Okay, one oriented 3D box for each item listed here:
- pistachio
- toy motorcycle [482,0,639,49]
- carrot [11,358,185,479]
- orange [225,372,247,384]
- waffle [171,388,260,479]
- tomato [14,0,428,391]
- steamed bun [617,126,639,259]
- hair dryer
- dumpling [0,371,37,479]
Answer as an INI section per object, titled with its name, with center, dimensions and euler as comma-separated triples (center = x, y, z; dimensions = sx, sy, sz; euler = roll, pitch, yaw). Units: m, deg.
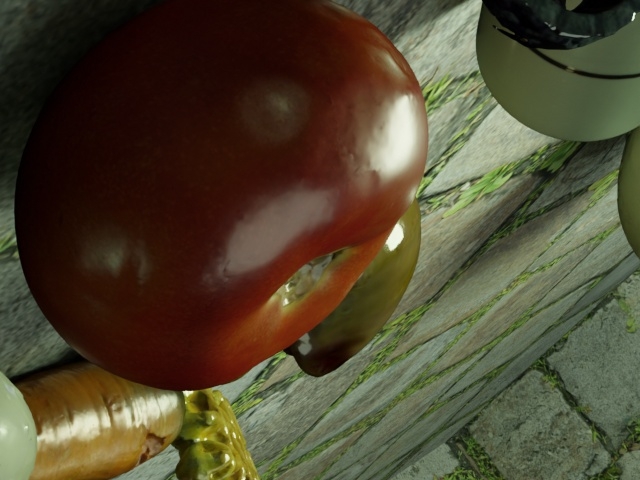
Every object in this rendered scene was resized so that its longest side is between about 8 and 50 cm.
[pistachio]
center = 0.000, 0.000, 0.800
dimensions = 0.210, 0.130, 0.165
euler = 23, 77, -73
[toy motorcycle]
center = 0.163, -0.196, 0.530
dimensions = 0.298, 0.171, 0.089
euler = -29, -161, -20
[carrot]
center = -0.170, 0.122, 0.832
dimensions = 0.193, 0.087, 0.087
euler = -10, 149, -53
[orange]
center = -0.070, 0.060, 0.887
dimensions = 0.085, 0.085, 0.085
euler = -35, 165, -11
[waffle]
center = -0.088, 0.202, 1.121
dimensions = 0.055, 0.160, 0.211
euler = -22, 162, -1
[tomato]
center = -0.045, -0.026, 0.567
dimensions = 0.195, 0.136, 0.195
euler = -37, 164, -13
[steamed bun]
center = 0.449, -0.094, 1.364
dimensions = 0.312, 0.233, 0.334
euler = -32, 156, -16
[hair dryer]
center = 0.239, -0.225, 0.721
dimensions = 0.362, 0.128, 0.203
euler = -43, 166, -11
[dumpling]
center = -0.214, 0.112, 0.616
dimensions = 0.155, 0.111, 0.181
euler = -53, 156, 5
